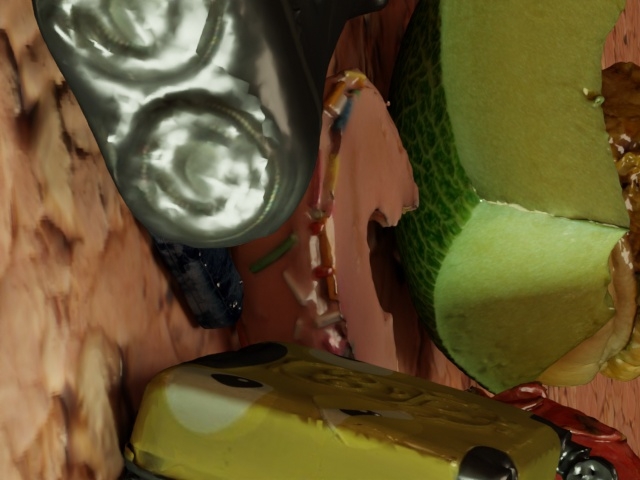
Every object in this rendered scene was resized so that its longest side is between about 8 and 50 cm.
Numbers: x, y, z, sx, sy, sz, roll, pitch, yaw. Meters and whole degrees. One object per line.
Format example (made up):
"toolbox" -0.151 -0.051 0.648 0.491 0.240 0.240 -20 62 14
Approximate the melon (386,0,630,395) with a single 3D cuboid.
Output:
"melon" 0.153 -0.096 1.483 0.331 0.226 0.344 56 21 -53

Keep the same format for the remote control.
"remote control" -0.076 -0.007 1.028 0.152 0.027 0.043 64 32 -44

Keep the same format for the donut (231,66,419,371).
"donut" 0.000 0.000 1.165 0.199 0.085 0.233 61 30 -53

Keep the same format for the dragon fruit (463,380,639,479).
"dragon fruit" 0.141 0.225 1.313 0.241 0.252 0.241 -19 119 -37

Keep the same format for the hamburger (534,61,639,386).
"hamburger" 0.231 -0.015 1.691 0.314 0.170 0.290 108 -20 -67

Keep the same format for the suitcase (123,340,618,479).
"suitcase" 0.018 0.145 0.964 0.194 0.234 0.143 -4 108 -72

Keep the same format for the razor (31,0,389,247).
"razor" -0.049 -0.147 0.989 0.349 0.113 0.204 -71 144 -59
